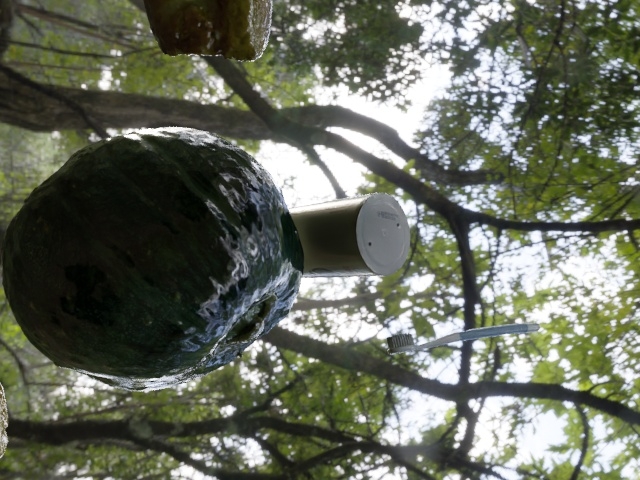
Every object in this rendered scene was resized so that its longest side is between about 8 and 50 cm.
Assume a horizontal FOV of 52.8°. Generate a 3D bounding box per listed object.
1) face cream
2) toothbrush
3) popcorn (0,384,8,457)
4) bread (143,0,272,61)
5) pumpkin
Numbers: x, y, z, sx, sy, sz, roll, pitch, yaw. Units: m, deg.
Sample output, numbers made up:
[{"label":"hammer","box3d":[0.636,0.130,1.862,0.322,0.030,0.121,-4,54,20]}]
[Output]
[{"label":"face cream","box3d":[0.000,0.000,0.810,0.214,0.096,0.096,-6,-90,46]},{"label":"toothbrush","box3d":[0.206,0.130,0.902,0.019,0.276,0.025,-35,-117,56]},{"label":"popcorn","box3d":[-0.276,0.134,0.418,0.194,0.163,0.140,2,-67,45]},{"label":"bread","box3d":[-0.084,-0.227,0.465,0.132,0.103,0.172,-102,-168,-60]},{"label":"pumpkin","box3d":[-0.171,0.005,0.648,0.263,0.293,0.197,50,-13,13]}]
